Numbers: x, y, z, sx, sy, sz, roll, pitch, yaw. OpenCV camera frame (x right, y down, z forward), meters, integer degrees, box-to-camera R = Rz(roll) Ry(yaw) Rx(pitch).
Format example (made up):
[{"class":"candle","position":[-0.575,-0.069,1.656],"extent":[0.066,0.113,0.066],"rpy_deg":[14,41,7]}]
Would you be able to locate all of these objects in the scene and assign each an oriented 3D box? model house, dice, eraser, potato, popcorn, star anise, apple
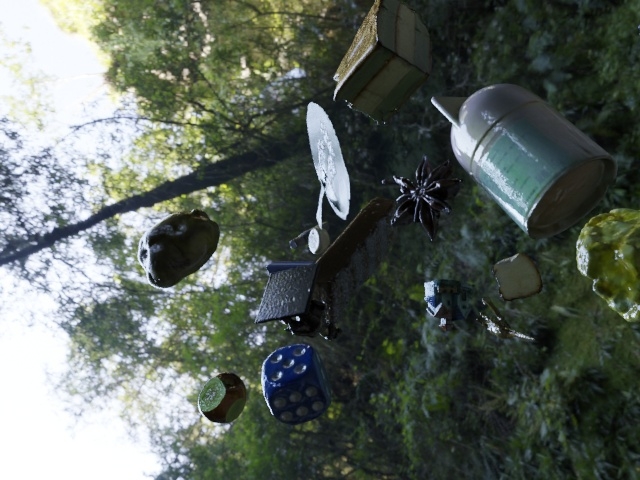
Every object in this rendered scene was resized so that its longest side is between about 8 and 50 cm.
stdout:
[{"class":"model house","position":[0.396,0.203,1.710],"extent":[0.148,0.119,0.149],"rpy_deg":[13,-108,-34]},{"class":"dice","position":[-0.058,0.351,1.360],"extent":[0.146,0.143,0.147],"rpy_deg":[-101,-10,-61]},{"class":"eraser","position":[-0.103,0.121,2.180],"extent":[0.036,0.224,0.082],"rpy_deg":[-57,-45,-43]},{"class":"potato","position":[-0.326,0.015,1.278],"extent":[0.200,0.154,0.137],"rpy_deg":[-43,-23,-3]},{"class":"popcorn","position":[0.872,0.045,1.525],"extent":[0.293,0.334,0.292],"rpy_deg":[20,-63,-41]},{"class":"star anise","position":[0.252,-0.113,1.369],"extent":[0.209,0.231,0.089],"rpy_deg":[-40,-46,17]},{"class":"apple","position":[-0.327,0.522,1.862],"extent":[0.163,0.146,0.147],"rpy_deg":[12,-71,-57]}]

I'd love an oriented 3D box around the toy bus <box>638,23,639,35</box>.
[{"class":"toy bus","position":[0.680,-0.456,1.133],"extent":[0.046,0.038,0.083],"rpy_deg":[7,-91,-40]}]

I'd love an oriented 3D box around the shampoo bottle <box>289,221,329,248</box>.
[{"class":"shampoo bottle","position":[-0.039,-0.013,1.845],"extent":[0.165,0.080,0.040],"rpy_deg":[-30,-93,-48]}]

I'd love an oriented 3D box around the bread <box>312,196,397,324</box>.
[{"class":"bread","position":[0.104,0.049,1.637],"extent":[0.416,0.113,0.165],"rpy_deg":[-49,-33,-37]}]

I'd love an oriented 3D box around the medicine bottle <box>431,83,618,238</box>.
[{"class":"medicine bottle","position":[0.448,-0.221,1.292],"extent":[0.235,0.406,0.236],"rpy_deg":[-19,-38,-16]}]

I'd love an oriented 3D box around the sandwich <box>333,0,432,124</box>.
[{"class":"sandwich","position":[0.138,-0.413,1.288],"extent":[0.155,0.198,0.228],"rpy_deg":[27,-132,-18]}]

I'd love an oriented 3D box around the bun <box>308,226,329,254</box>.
[{"class":"bun","position":[0.000,0.000,1.717],"extent":[0.054,0.086,0.086],"rpy_deg":[-1,-75,-28]}]

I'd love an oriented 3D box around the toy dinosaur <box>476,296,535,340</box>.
[{"class":"toy dinosaur","position":[0.367,0.181,1.095],"extent":[0.039,0.162,0.126],"rpy_deg":[-41,-47,-7]}]

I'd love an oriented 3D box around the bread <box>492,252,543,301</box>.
[{"class":"bread","position":[0.571,0.108,1.620],"extent":[0.044,0.126,0.129],"rpy_deg":[22,-130,-80]}]

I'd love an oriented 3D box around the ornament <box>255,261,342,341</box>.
[{"class":"ornament","position":[-0.031,0.189,1.374],"extent":[0.196,0.153,0.166],"rpy_deg":[50,-140,-33]}]

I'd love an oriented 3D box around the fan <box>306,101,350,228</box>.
[{"class":"fan","position":[0.010,-0.126,1.160],"extent":[0.415,0.012,0.233],"rpy_deg":[101,151,-69]}]
